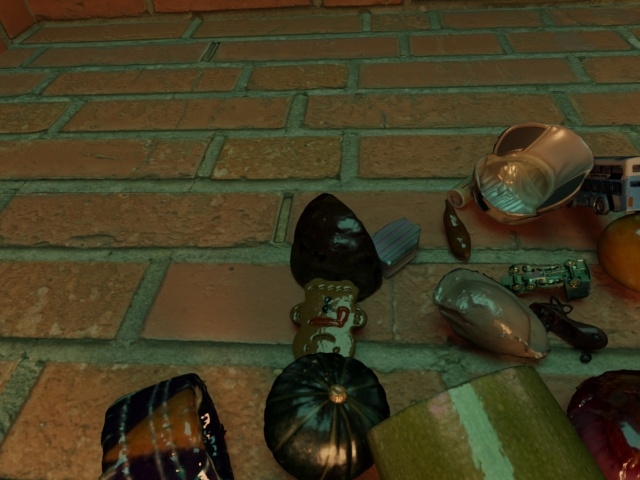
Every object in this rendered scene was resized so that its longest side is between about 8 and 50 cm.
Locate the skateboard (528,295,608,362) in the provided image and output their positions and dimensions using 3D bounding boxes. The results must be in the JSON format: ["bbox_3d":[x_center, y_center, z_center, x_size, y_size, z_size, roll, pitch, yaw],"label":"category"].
[{"bbox_3d":[0.503,0.167,0.928,0.080,0.067,0.151,-24,43,-30],"label":"skateboard"}]

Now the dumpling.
[{"bbox_3d":[0.344,0.140,0.917,0.247,0.142,0.172,32,49,4],"label":"dumpling"}]

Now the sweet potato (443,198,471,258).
[{"bbox_3d":[0.335,-0.031,1.139,0.057,0.056,0.194,-8,53,-3],"label":"sweet potato"}]

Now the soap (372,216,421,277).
[{"bbox_3d":[0.180,0.012,1.110,0.149,0.056,0.100,-35,54,-26],"label":"soap"}]

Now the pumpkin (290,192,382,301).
[{"bbox_3d":[0.000,0.000,1.079,0.169,0.148,0.312,-23,45,-20],"label":"pumpkin"}]

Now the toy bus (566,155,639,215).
[{"bbox_3d":[0.671,-0.133,1.073,0.106,0.130,0.297,-4,10,1],"label":"toy bus"}]

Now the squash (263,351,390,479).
[{"bbox_3d":[0.011,0.291,0.761,0.219,0.172,0.218,0,39,0],"label":"squash"}]

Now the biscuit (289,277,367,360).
[{"bbox_3d":[0.011,0.179,0.945,0.166,0.036,0.225,4,57,13],"label":"biscuit"}]

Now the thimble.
[{"bbox_3d":[-0.225,0.337,0.712,0.150,0.237,0.237,-19,46,-8],"label":"thimble"}]

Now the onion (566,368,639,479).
[{"bbox_3d":[0.521,0.294,0.722,0.230,0.163,0.229,-8,46,9],"label":"onion"}]

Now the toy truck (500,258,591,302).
[{"bbox_3d":[0.491,0.096,1.000,0.175,0.081,0.067,-10,41,22],"label":"toy truck"}]

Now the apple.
[{"bbox_3d":[0.695,0.029,0.969,0.183,0.182,0.155,-4,54,1],"label":"apple"}]

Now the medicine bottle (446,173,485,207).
[{"bbox_3d":[0.447,-0.167,1.266,0.231,0.059,0.059,-33,51,-25],"label":"medicine bottle"}]

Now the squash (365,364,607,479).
[{"bbox_3d":[0.240,0.376,0.548,0.263,0.263,0.384,-16,58,-11],"label":"squash"}]

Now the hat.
[{"bbox_3d":[0.516,-0.158,1.125,0.161,0.275,0.231,0,57,-53],"label":"hat"}]
